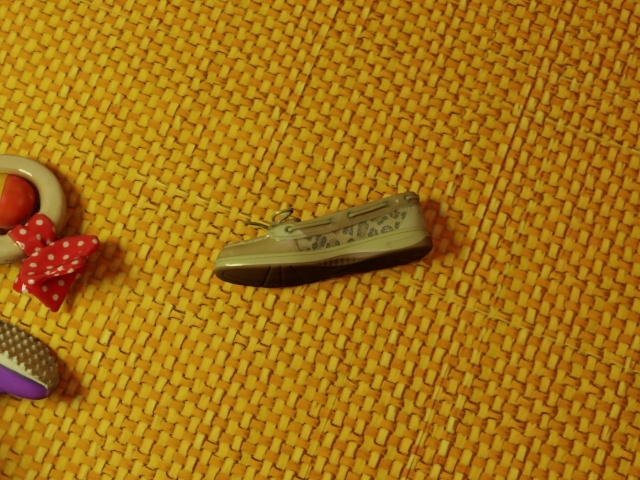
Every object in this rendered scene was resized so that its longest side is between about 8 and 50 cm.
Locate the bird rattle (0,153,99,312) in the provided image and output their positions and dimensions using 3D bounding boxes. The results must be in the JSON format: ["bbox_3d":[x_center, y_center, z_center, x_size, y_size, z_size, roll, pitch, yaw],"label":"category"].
[{"bbox_3d":[-0.417,-0.027,1.137,0.254,0.143,0.206,2,62,0],"label":"bird rattle"}]

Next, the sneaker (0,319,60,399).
[{"bbox_3d":[-0.487,0.165,1.114,0.293,0.102,0.146,23,97,0],"label":"sneaker"}]

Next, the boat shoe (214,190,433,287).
[{"bbox_3d":[0.000,0.000,1.128,0.285,0.104,0.089,-8,73,-10],"label":"boat shoe"}]
